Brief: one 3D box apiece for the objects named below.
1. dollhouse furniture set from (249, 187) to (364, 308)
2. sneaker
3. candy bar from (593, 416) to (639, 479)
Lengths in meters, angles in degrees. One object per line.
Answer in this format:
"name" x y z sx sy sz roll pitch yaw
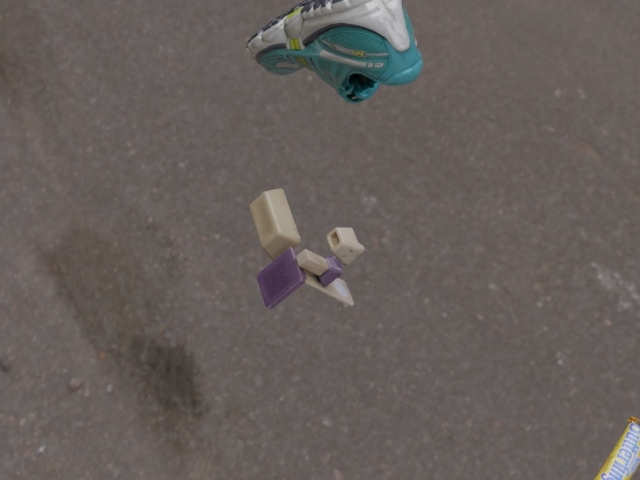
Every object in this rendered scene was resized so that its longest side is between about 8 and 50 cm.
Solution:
"dollhouse furniture set" 0.000 0.000 0.870 0.081 0.091 0.114 27 32 -43
"sneaker" 0.010 -0.179 0.998 0.107 0.275 0.110 -33 104 -14
"candy bar" 0.331 0.251 1.161 0.040 0.018 0.161 29 44 22
